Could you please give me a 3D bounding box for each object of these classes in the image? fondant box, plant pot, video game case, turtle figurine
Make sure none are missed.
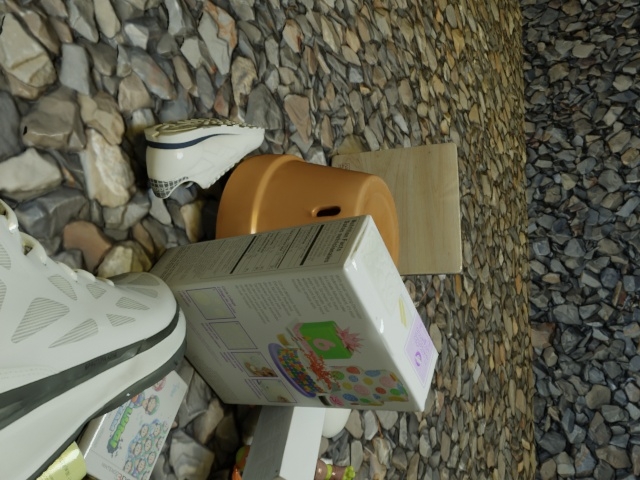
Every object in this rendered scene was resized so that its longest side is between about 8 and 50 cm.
[{"bbox_3d":[-0.046,0.108,0.739,0.238,0.330,0.096,61,39,-29],"label":"fondant box"},{"bbox_3d":[0.000,0.000,0.901,0.291,0.203,0.291,9,80,-64],"label":"plant pot"},{"bbox_3d":[-0.224,0.218,0.691,0.143,0.019,0.157,72,29,-50],"label":"video game case"},{"bbox_3d":[-0.055,0.376,0.874,0.217,0.087,0.270,34,35,-20],"label":"turtle figurine"}]

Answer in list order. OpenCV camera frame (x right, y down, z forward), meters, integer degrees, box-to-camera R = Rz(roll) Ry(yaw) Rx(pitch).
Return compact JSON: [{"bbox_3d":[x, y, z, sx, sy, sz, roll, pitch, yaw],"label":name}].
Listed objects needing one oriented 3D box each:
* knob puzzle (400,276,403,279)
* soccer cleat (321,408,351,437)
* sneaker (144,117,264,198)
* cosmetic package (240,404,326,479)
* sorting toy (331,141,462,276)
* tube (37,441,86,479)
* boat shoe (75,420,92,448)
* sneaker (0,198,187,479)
[{"bbox_3d":[0.136,0.012,1.285,0.213,0.030,0.213,3,86,-43],"label":"knob puzzle"},{"bbox_3d":[0.053,0.190,1.022,0.116,0.143,0.331,19,73,-53],"label":"soccer cleat"},{"bbox_3d":[-0.169,-0.130,0.845,0.235,0.090,0.095,-26,122,-54],"label":"sneaker"},{"bbox_3d":[-0.043,0.264,0.832,0.060,0.099,0.239,37,35,-16],"label":"cosmetic package"},{"bbox_3d":[0.155,-0.050,1.152,0.089,0.255,0.257,34,55,-67],"label":"sorting toy"},{"bbox_3d":[-0.298,0.240,0.436,0.070,0.062,0.240,42,40,13],"label":"tube"},{"bbox_3d":[-0.269,0.207,0.650,0.049,0.042,0.133,72,26,-62],"label":"boat shoe"},{"bbox_3d":[-0.248,0.023,0.488,0.447,0.169,0.258,-64,143,-80],"label":"sneaker"}]
